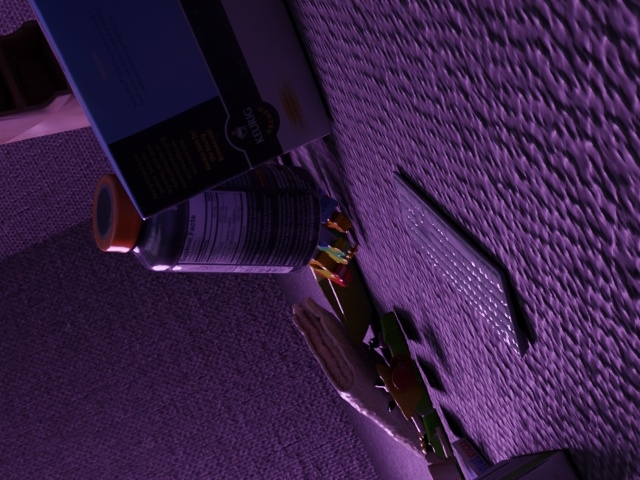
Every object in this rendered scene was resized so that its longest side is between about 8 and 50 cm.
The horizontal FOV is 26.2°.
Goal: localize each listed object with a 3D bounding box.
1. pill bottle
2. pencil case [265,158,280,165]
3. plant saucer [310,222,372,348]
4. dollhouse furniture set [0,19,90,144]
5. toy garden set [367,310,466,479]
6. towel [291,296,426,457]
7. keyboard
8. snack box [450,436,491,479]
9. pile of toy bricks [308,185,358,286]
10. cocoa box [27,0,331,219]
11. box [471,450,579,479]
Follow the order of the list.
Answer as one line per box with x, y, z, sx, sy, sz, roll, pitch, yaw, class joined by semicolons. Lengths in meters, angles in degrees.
-0.133;-0.028;1.572;0.130;0.245;0.130;-9;80;63;pill bottle
-0.125;-0.105;2.018;0.183;0.160;0.410;42;166;26;pencil case
0.013;0.028;1.925;0.188;0.045;0.188;56;171;55;plant saucer
-0.356;-0.327;1.720;0.394;0.256;0.362;101;147;-48;dollhouse furniture set
0.116;0.219;1.604;0.204;0.049;0.244;-88;-25;-82;toy garden set
0.060;0.187;1.940;0.187;0.049;0.282;40;-173;-29;towel
0.104;0.012;1.084;0.072;0.014;0.256;66;174;-24;keyboard
0.187;0.276;1.511;0.178;0.022;0.064;-133;19;-74;snack box
0.000;0.000;1.740;0.105;0.118;0.212;36;168;-22;pile of toy bricks
-0.173;-0.246;1.416;0.231;0.228;0.347;57;171;55;cocoa box
0.097;0.266;1.182;0.058;0.232;0.322;58;175;10;box
